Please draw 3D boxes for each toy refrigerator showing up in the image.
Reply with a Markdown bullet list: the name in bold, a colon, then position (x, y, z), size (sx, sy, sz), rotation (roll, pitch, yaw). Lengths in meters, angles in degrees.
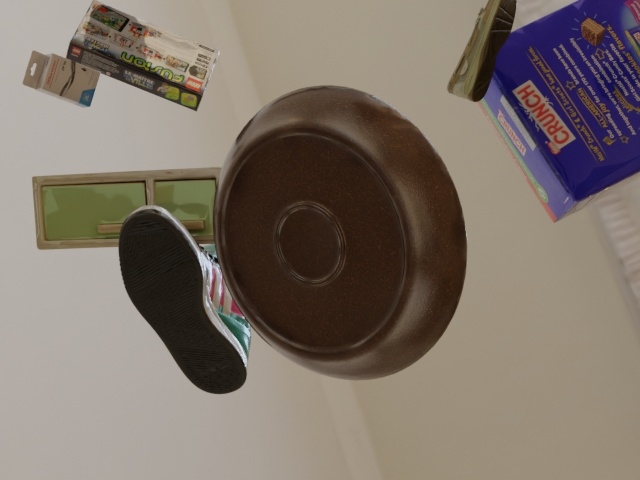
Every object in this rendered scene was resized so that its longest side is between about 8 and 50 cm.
- **toy refrigerator**: position (-0.246, -0.044, 1.331), size (0.094, 0.269, 0.102), rotation (-26, -65, -79)

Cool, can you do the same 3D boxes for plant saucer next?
- **plant saucer**: position (0.000, 0.000, 1.002), size (0.050, 0.310, 0.311), rotation (-20, -97, -54)

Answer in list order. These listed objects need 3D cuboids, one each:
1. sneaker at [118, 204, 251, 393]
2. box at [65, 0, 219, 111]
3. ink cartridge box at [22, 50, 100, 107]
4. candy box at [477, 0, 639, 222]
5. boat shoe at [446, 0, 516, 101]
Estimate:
- **sneaker**: position (-0.168, 0.043, 1.320), size (0.178, 0.123, 0.296), rotation (-89, -18, -56)
- **box**: position (-0.265, -0.280, 1.483), size (0.207, 0.036, 0.114), rotation (21, -133, -9)
- **ink cartridge box**: position (-0.325, -0.203, 1.234), size (0.083, 0.028, 0.048), rotation (18, -95, -33)
- **candy box**: position (0.413, -0.214, 1.426), size (0.317, 0.122, 0.268), rotation (-26, -105, -10)
- **boat shoe**: position (0.207, -0.257, 1.265), size (0.056, 0.048, 0.153), rotation (-2, -68, -53)
